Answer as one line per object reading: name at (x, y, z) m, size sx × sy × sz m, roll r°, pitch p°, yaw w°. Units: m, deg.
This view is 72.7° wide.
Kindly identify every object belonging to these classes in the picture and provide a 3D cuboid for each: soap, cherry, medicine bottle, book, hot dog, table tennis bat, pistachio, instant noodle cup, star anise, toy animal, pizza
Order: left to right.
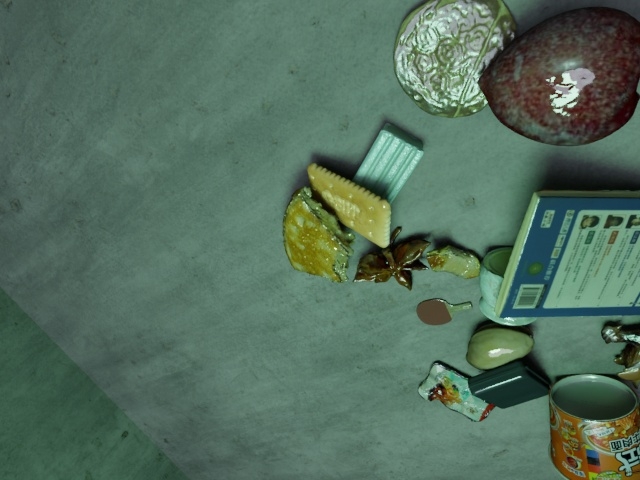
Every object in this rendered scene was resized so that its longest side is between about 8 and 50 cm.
pizza at (0.000, 0.000, 1.154) m, size 0.223 × 0.089 × 0.323 m, roll 30°, pitch 146°, yaw 17°
soap at (0.154, -0.167, 1.047) m, size 0.114 × 0.063 × 0.198 m, roll 32°, pitch 125°, yaw 1°
star anise at (0.182, 0.063, 1.143) m, size 0.212 × 0.111 × 0.196 m, roll -21°, pitch 134°, yaw -2°
table tennis bat at (0.345, 0.195, 1.216) m, size 0.156 × 0.013 × 0.087 m, roll -19°, pitch 108°, yaw 31°
hot dog at (0.332, 0.050, 1.101) m, size 0.169 × 0.061 × 0.078 m, roll 18°, pitch 122°, yaw -17°
pistachio at (0.470, 0.280, 1.149) m, size 0.185 × 0.124 × 0.124 m, roll -21°, pitch 109°, yaw 29°
medicine bottle at (0.457, 0.110, 1.041) m, size 0.147 × 0.147 × 0.143 m, roll 2°, pitch 122°, yaw 20°
cherry at (0.440, -0.288, 0.787) m, size 0.300 × 0.203 × 0.230 m, roll 6°, pitch 133°, yaw 27°
instant noodle cup at (0.708, 0.478, 1.114) m, size 0.250 × 0.250 × 0.192 m, roll -9°, pitch 104°, yaw 25°
book at (0.604, 0.038, 0.908) m, size 0.428 × 0.039 × 0.300 m, roll 1°, pitch 120°, yaw -7°
toy animal at (0.769, 0.287, 1.066) m, size 0.179 × 0.089 × 0.188 m, roll 15°, pitch 123°, yaw 18°

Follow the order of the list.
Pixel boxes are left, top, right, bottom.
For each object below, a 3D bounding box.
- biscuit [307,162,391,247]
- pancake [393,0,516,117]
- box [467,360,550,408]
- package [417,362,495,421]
biscuit at (0.066, -0.086, 1.070) m, size 0.250 × 0.030 × 0.160 m, roll 33°, pitch 150°, yaw 29°
pancake at (0.271, -0.381, 0.897) m, size 0.250 × 0.031 × 0.250 m, roll 9°, pitch 122°, yaw 15°
box at (0.512, 0.393, 1.171) m, size 0.160 × 0.050 × 0.230 m, roll -32°, pitch 137°, yaw 26°
package at (0.422, 0.469, 1.330) m, size 0.232 × 0.040 × 0.166 m, roll 26°, pitch 124°, yaw 4°
